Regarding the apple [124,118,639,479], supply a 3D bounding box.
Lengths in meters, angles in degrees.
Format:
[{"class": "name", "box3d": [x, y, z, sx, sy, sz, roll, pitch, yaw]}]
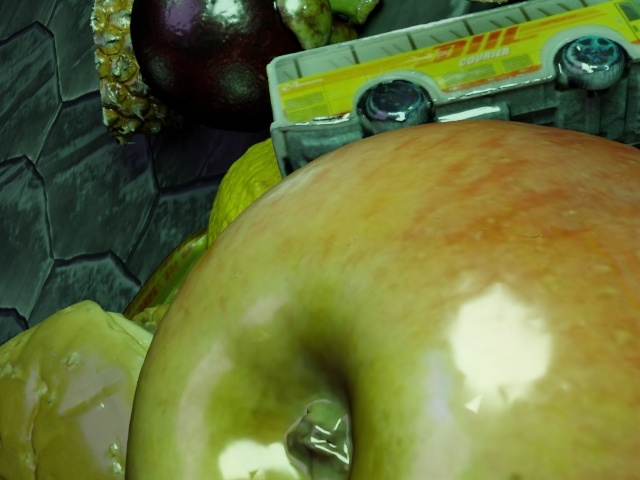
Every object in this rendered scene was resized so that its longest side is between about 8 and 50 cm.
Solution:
[{"class": "apple", "box3d": [0.076, 0.112, 0.510, 0.364, 0.364, 0.364, -22, 60, 43]}]

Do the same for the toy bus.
[{"class": "toy bus", "box3d": [0.101, -0.092, 0.654, 0.268, 0.092, 0.106, -12, 49, 2]}]

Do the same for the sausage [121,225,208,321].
[{"class": "sausage", "box3d": [-0.119, 0.072, 0.918, 0.317, 0.125, 0.117, -54, 51, 19]}]

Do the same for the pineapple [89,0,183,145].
[{"class": "pineapple", "box3d": [-0.166, -0.196, 1.101, 0.161, 0.137, 0.176, 88, 179, -73]}]

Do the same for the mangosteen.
[{"class": "mangosteen", "box3d": [-0.058, -0.197, 0.923, 0.230, 0.194, 0.194, -21, 57, 14]}]

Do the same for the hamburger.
[{"class": "hamburger", "box3d": [-0.159, 0.195, 0.773, 0.318, 0.158, 0.319, 4, 97, 37]}]

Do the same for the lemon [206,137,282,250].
[{"class": "lemon", "box3d": [0.000, 0.000, 0.766, 0.193, 0.180, 0.180, 166, 120, -81]}]

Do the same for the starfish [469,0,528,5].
[{"class": "starfish", "box3d": [0.170, -0.203, 0.732, 0.190, 0.074, 0.146, -23, 58, 43]}]
